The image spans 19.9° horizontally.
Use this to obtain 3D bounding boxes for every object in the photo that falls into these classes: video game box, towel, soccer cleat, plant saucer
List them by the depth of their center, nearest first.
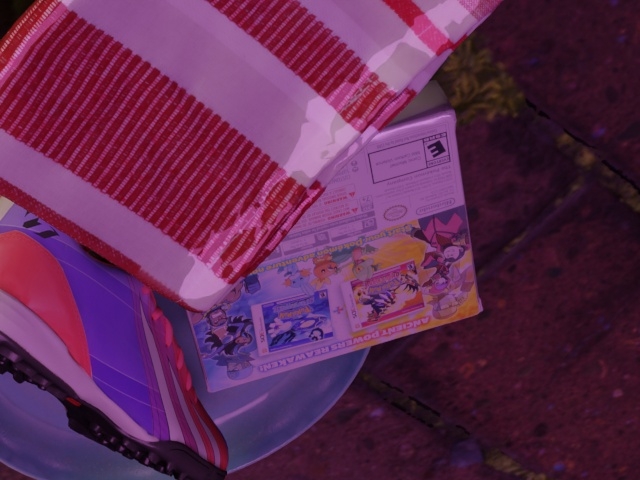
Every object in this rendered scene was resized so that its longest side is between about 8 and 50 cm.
[{"bbox_3d":[-0.042,-0.119,1.071,0.329,0.037,0.237,-46,130,10],"label":"towel"},{"bbox_3d":[-0.135,0.071,1.222,0.116,0.109,0.318,-62,143,-15],"label":"soccer cleat"},{"bbox_3d":[0.000,0.000,1.237,0.205,0.048,0.187,-16,129,-5],"label":"video game box"},{"bbox_3d":[-0.115,0.057,1.307,0.318,0.043,0.317,-9,131,-11],"label":"plant saucer"}]
